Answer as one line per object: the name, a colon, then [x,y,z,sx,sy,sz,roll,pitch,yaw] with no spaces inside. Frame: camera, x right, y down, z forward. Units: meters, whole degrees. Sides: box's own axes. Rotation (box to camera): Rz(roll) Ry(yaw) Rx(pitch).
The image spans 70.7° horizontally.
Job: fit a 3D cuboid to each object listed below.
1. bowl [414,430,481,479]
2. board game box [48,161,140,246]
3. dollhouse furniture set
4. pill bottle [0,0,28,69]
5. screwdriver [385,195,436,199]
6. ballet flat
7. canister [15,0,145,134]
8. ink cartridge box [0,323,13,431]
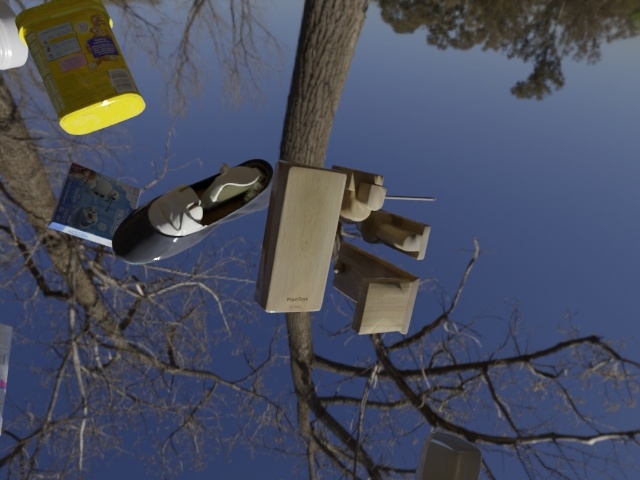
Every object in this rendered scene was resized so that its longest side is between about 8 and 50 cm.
bowl: [0.262,0.484,0.952,0.142,0.053,0.141,28,-115,-15]
board game box: [-0.285,-0.043,0.577,0.090,0.020,0.090,24,-127,-37]
dollhouse furniture set: [0.000,0.000,0.422,0.152,0.143,0.123,3,-166,-32]
pill bottle: [-0.681,-0.336,0.761,0.170,0.169,0.301,22,-143,21]
screwdriver: [0.085,-0.058,0.625,0.170,0.025,0.024,3,-124,-24]
ballet flat: [-0.130,-0.042,0.496,0.203,0.074,0.074,-29,-133,-35]
canister: [-0.346,-0.254,0.657,0.126,0.073,0.169,-24,-97,-10]
ink cartridge box: [-0.405,0.158,0.473,0.090,0.092,0.143,-17,-119,7]
